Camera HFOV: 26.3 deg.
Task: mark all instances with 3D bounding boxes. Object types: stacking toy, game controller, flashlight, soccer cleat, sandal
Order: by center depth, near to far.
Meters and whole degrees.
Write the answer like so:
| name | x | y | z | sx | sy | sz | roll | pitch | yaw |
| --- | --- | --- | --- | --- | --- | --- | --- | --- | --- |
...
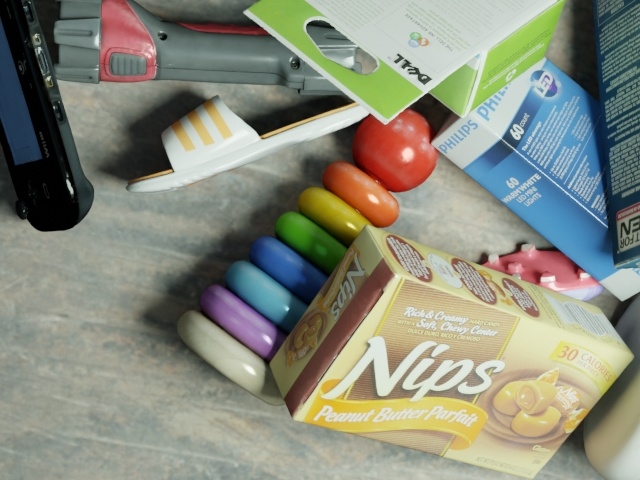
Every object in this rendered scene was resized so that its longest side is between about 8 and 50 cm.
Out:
| name | x | y | z | sx | sy | sz | roll | pitch | yaw |
| --- | --- | --- | --- | --- | --- | --- | --- | --- | --- |
| game controller | -0.298 | -0.163 | 1.338 | 0.067 | 0.166 | 0.319 | -18 | 97 | -18 |
| flashlight | -0.115 | -0.201 | 1.383 | 0.304 | 0.103 | 0.103 | 1 | 93 | -9 |
| sandal | -0.079 | -0.116 | 1.394 | 0.265 | 0.102 | 0.076 | -21 | 94 | -6 |
| stacking toy | 0.000 | 0.000 | 1.400 | 0.141 | 0.141 | 0.330 | 36 | 88 | -7 |
| soccer cleat | 0.181 | 0.069 | 1.447 | 0.248 | 0.083 | 0.095 | -10 | 121 | -6 |

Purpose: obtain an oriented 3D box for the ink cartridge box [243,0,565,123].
| name | x | y | z | sx | sy | sz | roll | pitch | yaw |
| --- | --- | --- | --- | --- | --- | --- | --- | --- | --- |
| ink cartridge box | 0.075 | -0.198 | 1.302 | 0.189 | 0.097 | 0.255 | 41 | 60 | 20 |

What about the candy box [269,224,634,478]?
| name | x | y | z | sx | sy | sz | roll | pitch | yaw |
| --- | --- | --- | --- | --- | --- | --- | --- | --- | --- |
| candy box | 0.132 | 0.118 | 1.349 | 0.316 | 0.087 | 0.183 | 19 | 116 | -32 |

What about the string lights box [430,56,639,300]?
| name | x | y | z | sx | sy | sz | roll | pitch | yaw |
| --- | --- | --- | --- | --- | --- | --- | --- | --- | --- |
| string lights box | 0.254 | -0.075 | 1.397 | 0.260 | 0.077 | 0.133 | 39 | 54 | -7 |

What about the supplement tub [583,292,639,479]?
| name | x | y | z | sx | sy | sz | roll | pitch | yaw |
| --- | --- | --- | --- | --- | --- | --- | --- | --- | --- |
| supplement tub | 0.454 | 0.188 | 1.396 | 0.316 | 0.228 | 0.228 | 22 | 95 | -6 |

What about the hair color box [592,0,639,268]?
| name | x | y | z | sx | sy | sz | roll | pitch | yaw |
| --- | --- | --- | --- | --- | --- | --- | --- | --- | --- |
| hair color box | 0.372 | -0.148 | 1.344 | 0.174 | 0.105 | 0.347 | 2 | 78 | -18 |
